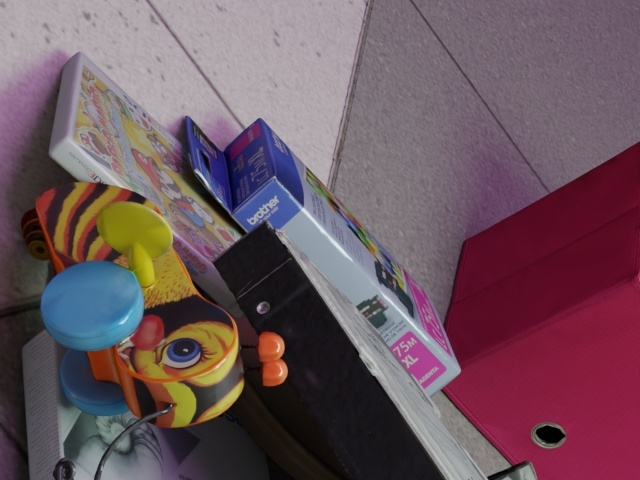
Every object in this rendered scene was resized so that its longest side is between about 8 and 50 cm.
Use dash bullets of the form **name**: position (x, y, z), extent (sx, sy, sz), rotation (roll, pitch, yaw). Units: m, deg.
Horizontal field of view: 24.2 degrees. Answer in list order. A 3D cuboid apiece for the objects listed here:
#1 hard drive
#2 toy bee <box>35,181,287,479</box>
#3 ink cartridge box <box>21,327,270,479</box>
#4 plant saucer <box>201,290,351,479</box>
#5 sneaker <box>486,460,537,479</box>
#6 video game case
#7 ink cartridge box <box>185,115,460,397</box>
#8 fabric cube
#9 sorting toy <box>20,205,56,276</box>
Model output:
- **hard drive**: position (0.064, 0.157, 1.114), extent (0.339, 0.064, 0.237), rotation (54, 3, 35)
- **toy bee**: position (-0.110, 0.076, 1.054), extent (0.195, 0.162, 0.298), rotation (95, -15, -67)
- **ink cartridge box**: position (-0.121, 0.192, 1.121), extent (0.223, 0.045, 0.224), rotation (28, 37, -39)
- **plant saucer**: position (-0.004, 0.130, 1.298), extent (0.278, 0.041, 0.278), rotation (39, 22, -18)
- **sneaker**: position (0.136, 0.296, 1.330), extent (0.330, 0.122, 0.146), rotation (-5, 71, -58)
- **video game case**: position (-0.139, -0.052, 1.258), extent (0.206, 0.026, 0.227), rotation (43, 14, -21)
- **ink cartridge box**: position (0.000, 0.000, 1.390), extent (0.311, 0.065, 0.186), rotation (44, 11, -19)
- **fabric cube**: position (0.314, 0.099, 1.607), extent (0.254, 0.258, 0.259), rotation (46, 35, -20)
- **sorting toy**: position (-0.194, 0.013, 1.180), extent (0.102, 0.061, 0.042), rotation (25, 41, -8)
